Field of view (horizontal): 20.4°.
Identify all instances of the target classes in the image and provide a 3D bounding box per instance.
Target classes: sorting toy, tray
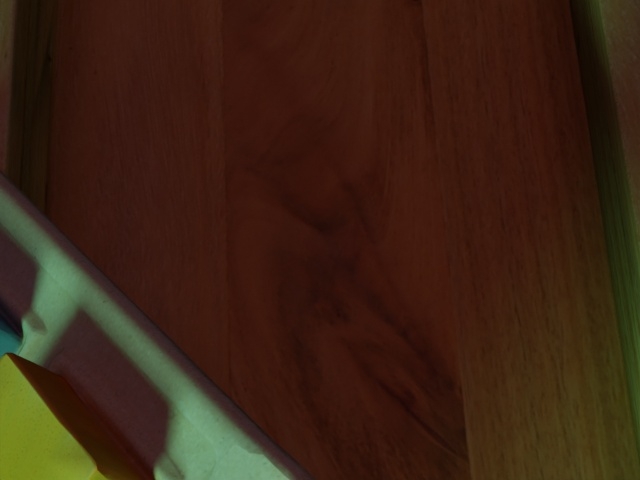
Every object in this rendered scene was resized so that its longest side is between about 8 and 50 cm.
[{"bbox_3d":[-0.107,0.087,0.420,0.193,0.038,0.208,-56,42,3],"label":"sorting toy"},{"bbox_3d":[0.000,0.000,0.528,0.203,0.076,0.411,-4,59,2],"label":"tray"}]
